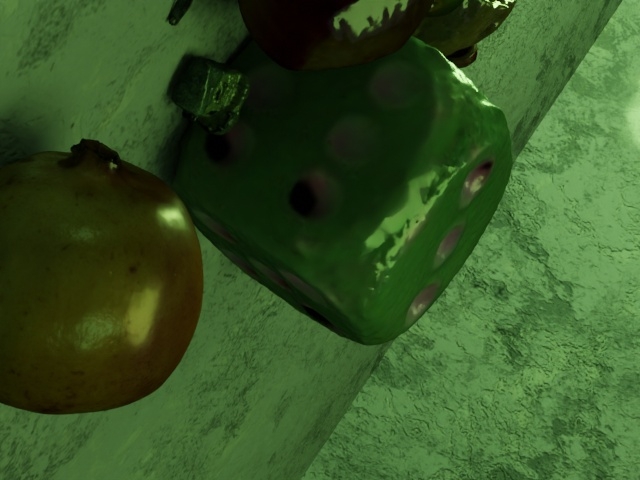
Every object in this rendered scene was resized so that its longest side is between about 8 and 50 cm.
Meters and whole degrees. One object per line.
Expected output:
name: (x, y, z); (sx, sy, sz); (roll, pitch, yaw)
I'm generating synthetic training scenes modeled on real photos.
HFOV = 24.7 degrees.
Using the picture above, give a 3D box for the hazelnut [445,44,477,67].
hazelnut: (0.232, -0.331, 2.512); (0.086, 0.086, 0.086); (-52, 165, -19)

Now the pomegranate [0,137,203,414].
pomegranate: (-0.237, 0.032, 1.371); (0.264, 0.264, 0.264); (-52, 165, -19)

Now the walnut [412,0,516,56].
walnut: (0.156, -0.334, 1.984); (0.204, 0.141, 0.238); (-23, 127, 11)

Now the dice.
dice: (0.032, -0.081, 1.817); (0.322, 0.318, 0.330); (-53, 160, -12)

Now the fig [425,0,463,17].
fig: (0.114, -0.392, 1.805); (0.195, 0.195, 0.245); (86, 4, -68)

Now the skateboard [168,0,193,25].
skateboard: (-0.123, -0.259, 1.544); (0.064, 0.032, 0.083); (-54, 168, 32)

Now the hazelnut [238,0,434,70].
hazelnut: (0.013, -0.288, 1.574); (0.251, 0.217, 0.217); (-34, 154, -46)

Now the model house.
model house: (-0.128, -0.164, 1.654); (0.079, 0.066, 0.083); (-61, 164, 11)

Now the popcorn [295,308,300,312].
popcorn: (0.000, 0.000, 2.186); (0.200, 0.203, 0.226); (-48, 174, -9)
